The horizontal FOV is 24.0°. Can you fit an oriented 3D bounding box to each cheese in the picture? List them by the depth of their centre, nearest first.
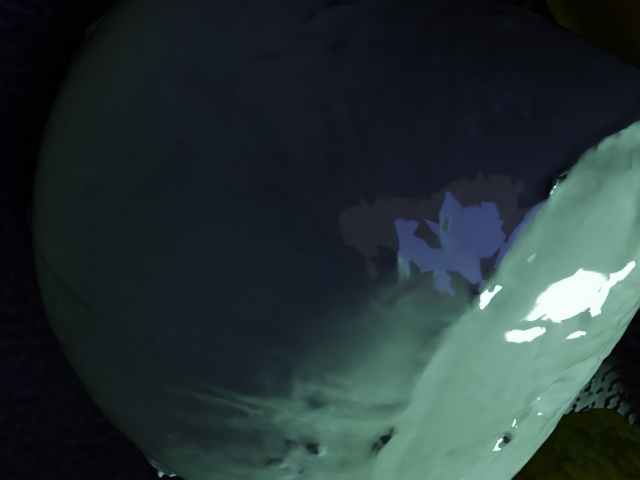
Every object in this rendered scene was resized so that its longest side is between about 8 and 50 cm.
[{"bbox_3d":[0.000,0.000,0.480,0.189,0.154,0.198,36,127,11],"label":"cheese"}]

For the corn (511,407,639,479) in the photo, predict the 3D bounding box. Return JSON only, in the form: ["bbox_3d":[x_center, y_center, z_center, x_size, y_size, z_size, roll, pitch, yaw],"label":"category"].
[{"bbox_3d":[-0.001,0.182,0.565,0.363,0.120,0.120,-30,113,-7],"label":"corn"}]

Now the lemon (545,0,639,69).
[{"bbox_3d":[0.166,-0.108,0.500,0.188,0.188,0.257,-22,77,-15],"label":"lemon"}]
